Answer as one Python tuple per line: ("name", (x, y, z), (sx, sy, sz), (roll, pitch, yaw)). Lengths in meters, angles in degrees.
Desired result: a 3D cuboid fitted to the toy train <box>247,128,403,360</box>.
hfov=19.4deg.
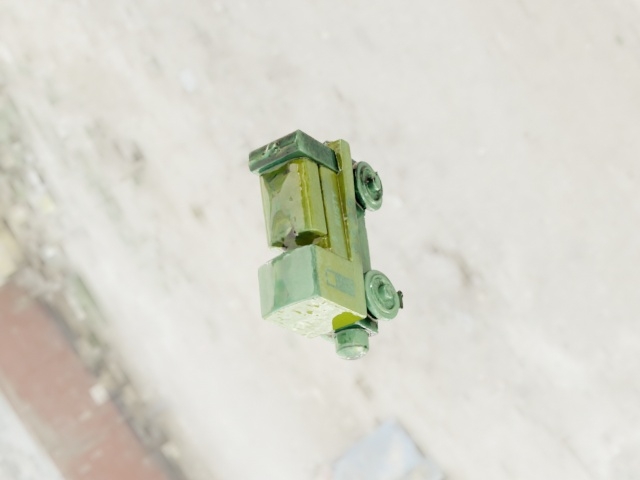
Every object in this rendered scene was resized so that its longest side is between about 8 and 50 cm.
("toy train", (0.000, 0.000, 0.955), (0.050, 0.081, 0.122), (-24, 61, 32))
